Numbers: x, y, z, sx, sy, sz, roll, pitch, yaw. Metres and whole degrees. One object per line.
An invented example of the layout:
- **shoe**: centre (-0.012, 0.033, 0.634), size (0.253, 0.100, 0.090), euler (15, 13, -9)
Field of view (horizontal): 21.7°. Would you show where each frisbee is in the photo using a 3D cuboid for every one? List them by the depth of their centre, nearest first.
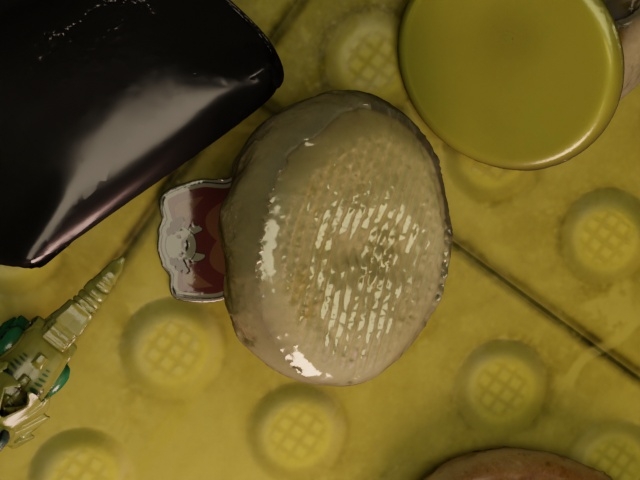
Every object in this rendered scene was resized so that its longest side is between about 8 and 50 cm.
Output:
- **frisbee**: centre (0.185, -0.177, 1.651), size (0.236, 0.017, 0.236), euler (11, 117, 22)

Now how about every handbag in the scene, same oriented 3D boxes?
- **handbag**: centre (-0.245, -0.163, 1.565), size (0.342, 0.152, 0.288), euler (-37, 93, -10)

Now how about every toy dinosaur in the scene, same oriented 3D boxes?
- **toy dinosaur**: centre (-0.277, 0.115, 1.593), size (0.094, 0.153, 0.259), euler (41, 78, -17)

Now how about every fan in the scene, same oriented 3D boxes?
- **fan**: centre (-0.057, -0.008, 1.695), size (0.220, 0.009, 0.132), euler (-9, 102, -12)

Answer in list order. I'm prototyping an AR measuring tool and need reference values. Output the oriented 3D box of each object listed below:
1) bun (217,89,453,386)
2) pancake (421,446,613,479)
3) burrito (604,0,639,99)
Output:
- **bun**: centre (0.000, 0.000, 1.621), size (0.287, 0.146, 0.287), euler (-5, 97, -42)
- **pancake**: centre (0.218, 0.410, 1.786), size (0.382, 0.071, 0.382), euler (-2, 97, -13)
- **burrito**: centre (0.355, -0.305, 1.699), size (0.332, 0.135, 0.190), euler (-44, 98, -9)
